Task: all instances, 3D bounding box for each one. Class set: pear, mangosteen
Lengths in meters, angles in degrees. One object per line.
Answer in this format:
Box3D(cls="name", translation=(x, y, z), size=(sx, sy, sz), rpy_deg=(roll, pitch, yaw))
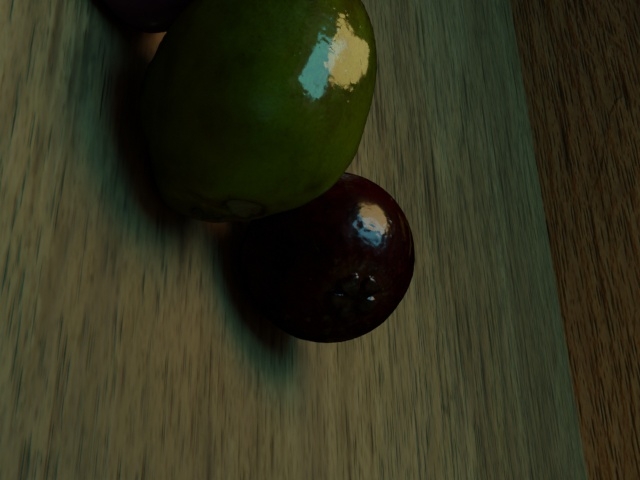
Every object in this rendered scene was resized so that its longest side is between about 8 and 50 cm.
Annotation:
Box3D(cls="pear", translation=(-0.068, -0.164, 1.676), size=(0.321, 0.269, 0.269), rpy_deg=(-61, 143, -9))
Box3D(cls="mangosteen", translation=(0.000, 0.000, 1.822), size=(0.215, 0.215, 0.257), rpy_deg=(52, 8, -40))

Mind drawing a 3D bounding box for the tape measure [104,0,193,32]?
Box3D(cls="tape measure", translation=(-0.189, -0.370, 1.743), size=(0.245, 0.149, 0.231), rpy_deg=(70, 19, 3))
